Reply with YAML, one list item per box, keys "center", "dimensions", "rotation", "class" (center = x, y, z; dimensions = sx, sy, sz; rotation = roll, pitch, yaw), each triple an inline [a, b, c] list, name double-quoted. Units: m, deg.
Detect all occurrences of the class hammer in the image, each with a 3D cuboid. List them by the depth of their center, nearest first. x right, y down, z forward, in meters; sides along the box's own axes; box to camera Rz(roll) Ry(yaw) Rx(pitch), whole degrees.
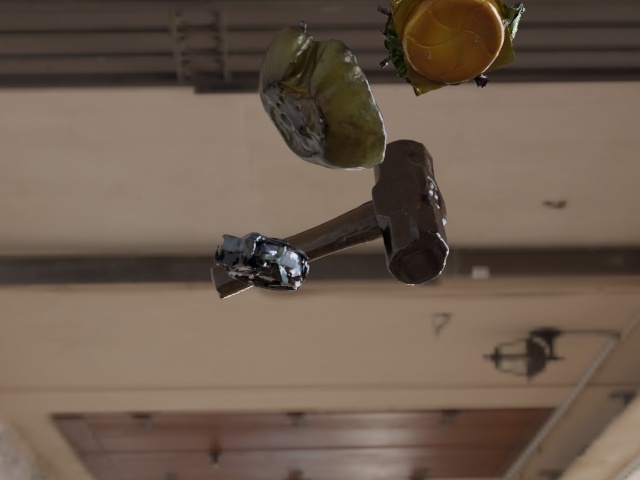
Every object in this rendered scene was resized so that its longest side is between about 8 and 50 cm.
- center: [0.000, 0.000, 1.937]
  dimensions: [0.095, 0.409, 0.242]
  rotation: [54, 24, -40]
  class: "hammer"

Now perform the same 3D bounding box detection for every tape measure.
- center: [-0.063, 0.025, 1.372]
  dimensions: [0.091, 0.094, 0.054]
  rotation: [-4, -111, 51]
  class: "tape measure"

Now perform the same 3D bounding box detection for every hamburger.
- center: [0.168, -0.279, 1.608]
  dimensions: [0.093, 0.190, 0.164]
  rotation: [-98, -177, -55]
  class: "hamburger"

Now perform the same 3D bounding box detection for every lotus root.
- center: [-0.014, -0.162, 1.527]
  dimensions: [0.183, 0.078, 0.203]
  rotation: [-9, -67, 56]
  class: "lotus root"
